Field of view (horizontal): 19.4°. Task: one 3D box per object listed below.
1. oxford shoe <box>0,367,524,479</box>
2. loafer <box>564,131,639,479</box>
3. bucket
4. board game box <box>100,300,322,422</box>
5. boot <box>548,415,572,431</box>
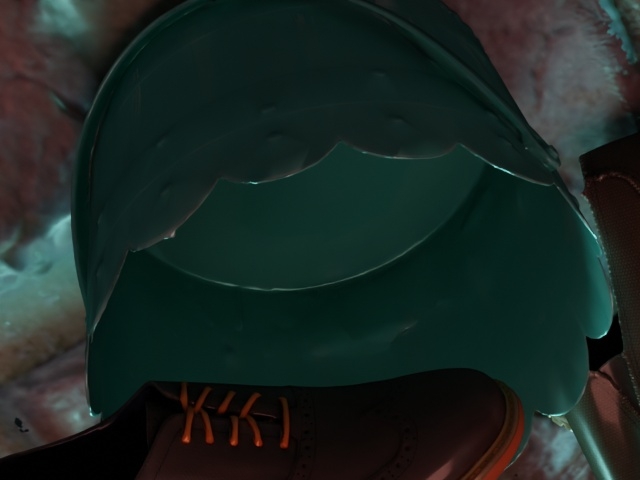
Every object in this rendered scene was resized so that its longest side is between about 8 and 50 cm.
[{"bbox_3d":[-0.036,0.111,0.909,0.271,0.097,0.098,-20,127,7],"label":"oxford shoe"},{"bbox_3d":[0.205,0.094,1.140,0.130,0.134,0.366,2,104,10],"label":"loafer"},{"bbox_3d":[0.000,0.000,1.003,0.281,0.183,0.281,-7,132,-8],"label":"bucket"},{"bbox_3d":[-0.044,0.167,1.238,0.213,0.046,0.317,1,131,-13],"label":"board game box"},{"bbox_3d":[0.222,0.078,1.217,0.157,0.059,0.085,-10,120,-3],"label":"boot"}]
